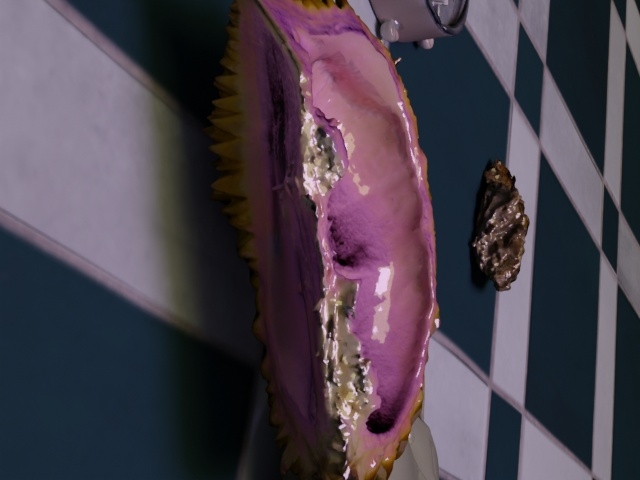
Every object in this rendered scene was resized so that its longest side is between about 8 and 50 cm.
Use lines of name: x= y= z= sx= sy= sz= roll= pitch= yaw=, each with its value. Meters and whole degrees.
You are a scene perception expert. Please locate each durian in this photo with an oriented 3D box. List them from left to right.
durian: x=0.001 y=0.001 z=0.698 sx=0.191 sy=0.112 sz=0.341 roll=-14 pitch=94 yaw=-65

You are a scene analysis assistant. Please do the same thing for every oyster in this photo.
oyster: x=0.210 y=-0.013 z=1.184 sx=0.177 sy=0.056 sz=0.105 roll=-64 pitch=149 yaw=-50

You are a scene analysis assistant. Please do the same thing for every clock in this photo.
clock: x=0.095 y=-0.262 z=0.975 sx=0.229 sy=0.063 sz=0.156 roll=-8 pitch=93 yaw=-61

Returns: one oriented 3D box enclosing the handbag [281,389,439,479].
handbag: x=0.035 y=0.184 z=0.821 sx=0.315 sy=0.109 sz=0.241 roll=-82 pitch=155 yaw=-48
